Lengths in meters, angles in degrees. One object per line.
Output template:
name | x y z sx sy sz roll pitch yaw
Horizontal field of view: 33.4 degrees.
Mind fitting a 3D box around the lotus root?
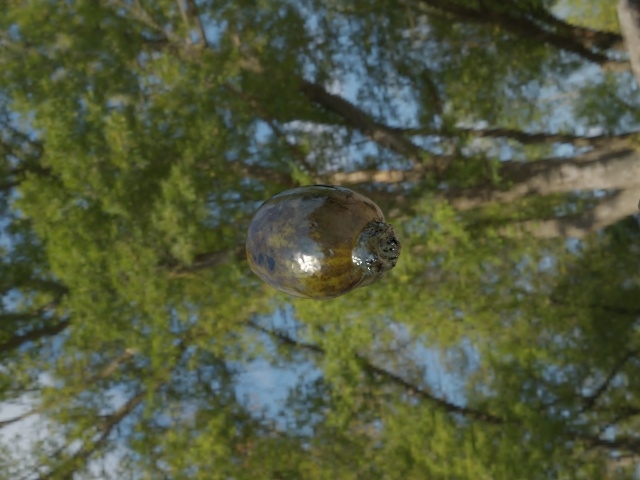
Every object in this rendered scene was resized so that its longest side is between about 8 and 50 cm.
lotus root | 0.000 0.000 1.037 0.120 0.209 0.120 -2 -88 -39

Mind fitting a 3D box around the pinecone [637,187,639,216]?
pinecone | 0.368 -0.037 1.068 0.109 0.102 0.102 -4 -96 -80
